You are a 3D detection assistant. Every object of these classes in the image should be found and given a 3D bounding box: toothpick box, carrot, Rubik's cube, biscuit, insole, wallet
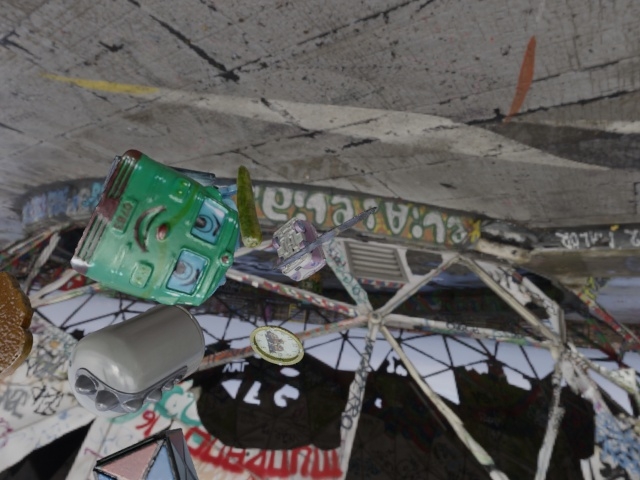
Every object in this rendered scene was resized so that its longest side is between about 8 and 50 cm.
[{"bbox_3d":[-0.441,0.296,1.065,0.228,0.229,0.316,1,-171,21],"label":"toothpick box"},{"bbox_3d":[-0.267,-0.133,1.593,0.074,0.359,0.074,-10,151,-6],"label":"carrot"},{"bbox_3d":[-0.566,0.795,1.475,0.246,0.249,0.250,-20,163,-10],"label":"Rubik's cube"},{"bbox_3d":[-0.777,0.194,1.043,0.290,0.208,0.041,45,175,22],"label":"biscuit"},{"bbox_3d":[0.000,0.000,1.080,0.348,0.009,0.119,-32,171,39],"label":"insole"},{"bbox_3d":[-0.598,-0.216,1.672,0.378,0.046,0.190,6,142,-39],"label":"wallet"}]

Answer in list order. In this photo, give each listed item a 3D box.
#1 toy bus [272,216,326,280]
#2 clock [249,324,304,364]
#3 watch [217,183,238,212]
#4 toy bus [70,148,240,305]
[{"bbox_3d":[-0.071,0.037,1.576,0.142,0.203,0.142,-35,140,21],"label":"toy bus"},{"bbox_3d":[-0.175,0.419,1.818,0.236,0.057,0.237,8,128,11],"label":"clock"},{"bbox_3d":[-0.429,-0.129,1.952,0.210,0.193,0.211,-22,179,0],"label":"watch"},{"bbox_3d":[-0.252,0.003,0.704,0.199,0.184,0.343,26,168,-20],"label":"toy bus"}]
